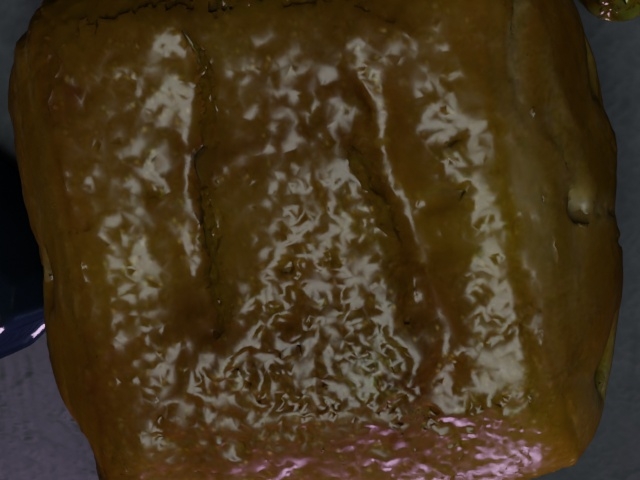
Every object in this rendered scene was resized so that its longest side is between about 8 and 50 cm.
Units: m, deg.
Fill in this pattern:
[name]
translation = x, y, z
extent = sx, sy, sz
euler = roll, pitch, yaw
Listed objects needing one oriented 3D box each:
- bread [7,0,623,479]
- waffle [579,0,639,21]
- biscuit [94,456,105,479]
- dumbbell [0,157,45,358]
[bread]
translation = -0.001, 0.000, 0.895
extent = 0.337, 0.148, 0.328
euler = -6, 93, 8
[waffle]
translation = 0.240, -0.224, 0.876
extent = 0.245, 0.052, 0.254
euler = -5, 120, 4
[biscuit]
translation = -0.011, 0.096, 1.002
extent = 0.257, 0.049, 0.273
euler = 19, 97, 7
[dumbbell]
translation = -0.300, 0.079, 1.020
extent = 0.144, 0.160, 0.325
euler = 20, 125, -44
